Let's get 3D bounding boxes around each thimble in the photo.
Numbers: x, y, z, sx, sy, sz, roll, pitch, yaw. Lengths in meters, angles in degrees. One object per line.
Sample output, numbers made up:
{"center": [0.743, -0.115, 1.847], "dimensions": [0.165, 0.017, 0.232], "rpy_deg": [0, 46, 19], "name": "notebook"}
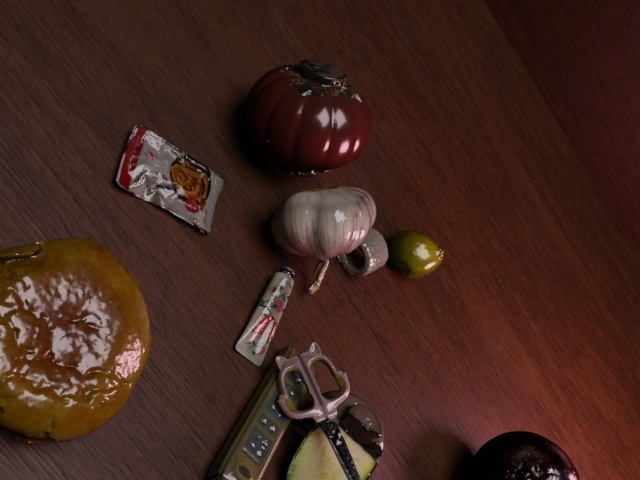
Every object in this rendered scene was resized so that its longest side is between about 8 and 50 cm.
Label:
{"center": [0.105, 0.027, 1.736], "dimensions": [0.115, 0.102, 0.090], "rpy_deg": [44, 39, 21], "name": "thimble"}

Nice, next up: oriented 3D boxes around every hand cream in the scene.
{"center": [-0.115, 0.157, 1.511], "dimensions": [0.080, 0.050, 0.234], "rpy_deg": [43, 53, -29], "name": "hand cream"}

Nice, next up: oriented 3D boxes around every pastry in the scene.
{"center": [-0.433, 0.153, 1.120], "dimensions": [0.356, 0.163, 0.356], "rpy_deg": [23, 55, -37], "name": "pastry"}

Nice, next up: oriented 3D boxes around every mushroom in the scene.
{"center": [0.057, 0.391, 1.503], "dimensions": [0.188, 0.141, 0.117], "rpy_deg": [36, 32, -20], "name": "mushroom"}

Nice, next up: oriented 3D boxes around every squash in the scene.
{"center": [-0.001, 0.479, 1.463], "dimensions": [0.184, 0.085, 0.192], "rpy_deg": [-47, 112, -13], "name": "squash"}

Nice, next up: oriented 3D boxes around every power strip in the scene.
{"center": [-0.118, 0.378, 1.390], "dimensions": [0.092, 0.066, 0.388], "rpy_deg": [46, 47, -16], "name": "power strip"}

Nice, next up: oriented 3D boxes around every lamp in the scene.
{"center": [-0.030, -0.286, 1.628], "dimensions": [0.303, 0.257, 0.303], "rpy_deg": [14, 28, -8], "name": "lamp"}

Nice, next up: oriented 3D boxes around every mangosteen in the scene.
{"center": [0.503, 0.636, 1.737], "dimensions": [0.297, 0.293, 0.297], "rpy_deg": [5, 70, -14], "name": "mangosteen"}

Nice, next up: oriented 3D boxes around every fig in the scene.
{"center": [0.255, 0.036, 1.867], "dimensions": [0.152, 0.120, 0.136], "rpy_deg": [-3, 78, -20], "name": "fig"}

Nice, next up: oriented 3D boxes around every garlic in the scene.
{"center": [0.000, 0.000, 1.584], "dimensions": [0.245, 0.245, 0.253], "rpy_deg": [-6, 101, -45], "name": "garlic"}

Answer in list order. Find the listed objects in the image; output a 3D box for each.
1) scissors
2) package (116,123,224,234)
{"center": [0.011, 0.363, 1.396], "dimensions": [0.160, 0.024, 0.318], "rpy_deg": [-18, 67, -19], "name": "scissors"}
{"center": [-0.312, -0.125, 1.454], "dimensions": [0.239, 0.030, 0.154], "rpy_deg": [31, 55, -31], "name": "package"}
